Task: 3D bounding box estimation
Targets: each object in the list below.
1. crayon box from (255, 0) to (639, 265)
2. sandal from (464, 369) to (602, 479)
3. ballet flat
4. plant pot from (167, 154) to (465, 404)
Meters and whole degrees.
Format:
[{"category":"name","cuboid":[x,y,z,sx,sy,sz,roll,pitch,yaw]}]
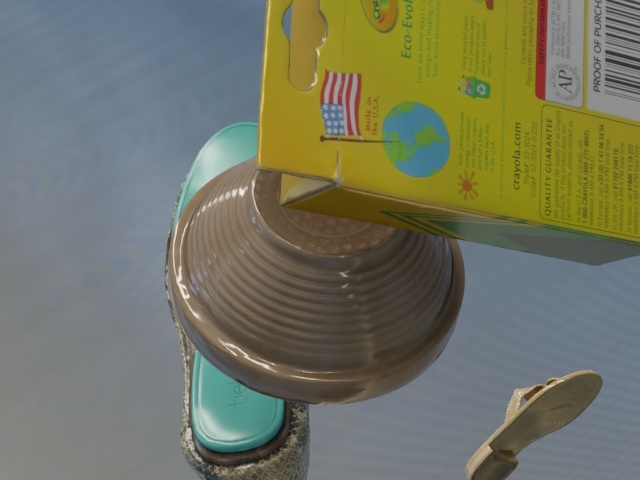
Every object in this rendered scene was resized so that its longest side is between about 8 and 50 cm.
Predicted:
[{"category":"crayon box","cuboid":[0.089,-0.108,1.016,0.318,0.202,0.081,11,-15,-27]},{"category":"sandal","cuboid":[0.285,0.245,2.121,0.240,0.088,0.079,-46,38,13]},{"category":"ballet flat","cuboid":[-0.079,0.094,1.614,0.164,0.182,0.483,-9,47,5]},{"category":"plant pot","cuboid":[0.000,0.000,1.163,0.237,0.109,0.237,3,51,-4]}]
